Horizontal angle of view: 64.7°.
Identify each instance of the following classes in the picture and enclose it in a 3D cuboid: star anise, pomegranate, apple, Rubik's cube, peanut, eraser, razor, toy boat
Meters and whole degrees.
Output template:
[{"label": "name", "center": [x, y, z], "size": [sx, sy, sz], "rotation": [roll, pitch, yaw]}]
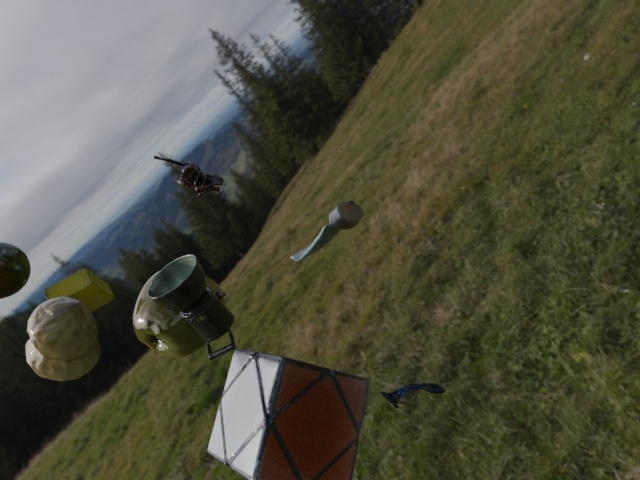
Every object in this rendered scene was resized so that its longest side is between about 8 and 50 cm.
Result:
[{"label": "star anise", "center": [-0.346, -0.173, 1.324], "size": [0.097, 0.190, 0.070], "rotation": [-7, 68, 52]}, {"label": "pomegranate", "center": [-0.973, 0.065, 1.485], "size": [0.181, 0.224, 0.182], "rotation": [-16, 35, 11]}, {"label": "apple", "center": [-0.406, 0.202, 1.450], "size": [0.262, 0.262, 0.262], "rotation": [-41, 16, 14]}, {"label": "Rubik's cube", "center": [-0.060, 0.328, 0.940], "size": [0.205, 0.205, 0.208], "rotation": [-11, 63, 55]}, {"label": "peanut", "center": [-0.455, 0.177, 0.889], "size": [0.124, 0.123, 0.257], "rotation": [-55, 0, -33]}, {"label": "eraser", "center": [-0.517, 0.117, 1.090], "size": [0.097, 0.045, 0.122], "rotation": [-29, -19, -12]}, {"label": "razor", "center": [0.185, 0.283, 0.951], "size": [0.044, 0.154, 0.028], "rotation": [35, 115, 50]}, {"label": "toy boat", "center": [0.000, 0.000, 0.666], "size": [0.122, 0.034, 0.096], "rotation": [-44, -8, 24]}]

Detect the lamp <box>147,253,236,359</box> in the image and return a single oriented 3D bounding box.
[{"label": "lamp", "center": [-0.302, 0.161, 1.271], "size": [0.147, 0.227, 0.172], "rotation": [-27, 31, 12]}]
